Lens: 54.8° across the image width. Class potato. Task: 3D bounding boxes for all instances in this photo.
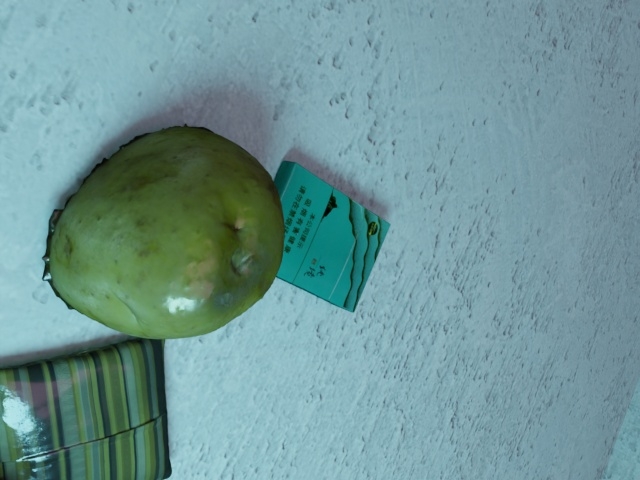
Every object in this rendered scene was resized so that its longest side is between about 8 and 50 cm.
[{"bbox_3d":[-0.152,0.001,0.711,0.285,0.242,0.242,-33,119,-33],"label":"potato"}]

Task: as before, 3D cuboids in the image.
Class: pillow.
[{"bbox_3d":[-0.282,0.232,0.755,0.212,0.052,0.208,-10,102,-39],"label":"pillow"}]

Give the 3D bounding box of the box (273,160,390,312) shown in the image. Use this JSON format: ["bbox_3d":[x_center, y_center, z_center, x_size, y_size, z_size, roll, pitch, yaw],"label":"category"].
[{"bbox_3d":[0.000,0.000,0.946,0.226,0.042,0.161,30,81,-39],"label":"box"}]
